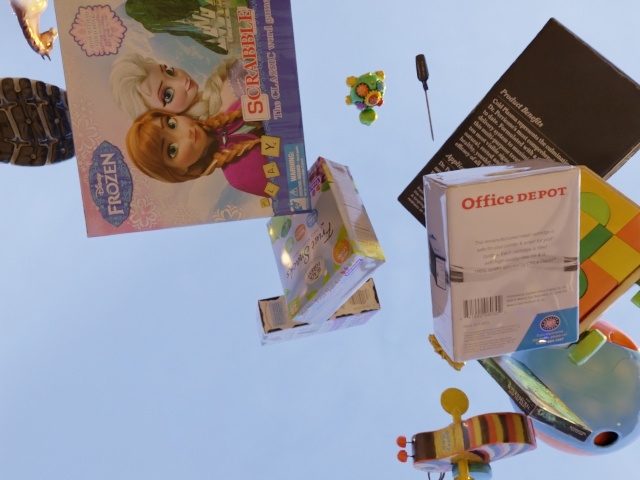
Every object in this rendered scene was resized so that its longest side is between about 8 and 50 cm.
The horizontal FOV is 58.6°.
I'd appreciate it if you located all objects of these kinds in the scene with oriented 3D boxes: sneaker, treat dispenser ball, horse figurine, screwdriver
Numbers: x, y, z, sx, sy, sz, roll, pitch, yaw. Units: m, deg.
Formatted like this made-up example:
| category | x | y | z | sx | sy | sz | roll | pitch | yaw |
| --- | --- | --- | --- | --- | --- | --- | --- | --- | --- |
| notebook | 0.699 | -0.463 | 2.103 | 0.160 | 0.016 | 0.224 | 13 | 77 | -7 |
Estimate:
| category | x | y | z | sx | sy | sz | roll | pitch | yaw |
| --- | --- | --- | --- | --- | --- | --- | --- | --- | --- |
| sneaker | -0.503 | -0.167 | 0.830 | 0.329 | 0.130 | 0.147 | -7 | -166 | -26 |
| treat dispenser ball | 0.541 | 0.302 | 1.199 | 0.288 | 0.288 | 0.288 | -7 | -127 | 9 |
| horse figurine | -0.473 | -0.432 | 0.906 | 0.066 | 0.263 | 0.175 | 15 | -104 | -4 |
| screwdriver | 0.210 | -0.279 | 1.114 | 0.025 | 0.170 | 0.024 | -18 | -171 | -28 |

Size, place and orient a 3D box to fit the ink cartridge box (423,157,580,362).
| category | x | y | z | sx | sy | sz | roll | pitch | yaw |
| --- | --- | --- | --- | --- | --- | --- | --- | --- | --- |
| ink cartridge box | 0.191 | 0.019 | 0.605 | 0.139 | 0.191 | 0.082 | -8 | -164 | -5 |

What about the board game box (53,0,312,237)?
| category | x | y | z | sx | sy | sz | roll | pitch | yaw |
| --- | --- | --- | --- | --- | --- | --- | --- | --- | --- |
| board game box | -0.185 | -0.179 | 0.814 | 0.317 | 0.319 | 0.066 | -8 | -174 | -13 |

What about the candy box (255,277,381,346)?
| category | x | y | z | sx | sy | sz | roll | pitch | yaw |
| --- | --- | --- | --- | --- | --- | --- | --- | --- | --- |
| candy box | -0.011 | 0.147 | 1.159 | 0.233 | 0.159 | 0.071 | -11 | -108 | -13 |

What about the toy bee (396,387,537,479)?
| category | x | y | z | sx | sy | sz | roll | pitch | yaw |
| --- | --- | --- | --- | --- | --- | --- | --- | --- | --- |
| toy bee | 0.225 | 0.381 | 1.009 | 0.162 | 0.298 | 0.195 | 17 | -152 | -21 |

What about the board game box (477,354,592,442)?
| category | x | y | z | sx | sy | sz | roll | pitch | yaw |
| --- | --- | --- | --- | --- | --- | --- | --- | --- | --- |
| board game box | 0.326 | 0.234 | 0.908 | 0.026 | 0.126 | 0.186 | -58 | -156 | 11 |

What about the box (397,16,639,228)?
| category | x | y | z | sx | sy | sz | roll | pitch | yaw |
| --- | --- | --- | --- | --- | --- | --- | --- | --- | --- |
| box | 0.493 | -0.196 | 1.311 | 0.297 | 0.480 | 0.472 | 47 | -62 | 12 |

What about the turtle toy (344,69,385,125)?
| category | x | y | z | sx | sy | sz | roll | pitch | yaw |
| --- | --- | --- | --- | --- | --- | --- | --- | --- | --- |
| turtle toy | 0.109 | -0.325 | 1.307 | 0.095 | 0.130 | 0.066 | -16 | -130 | -14 |

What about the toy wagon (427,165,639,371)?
| category | x | y | z | sx | sy | sz | roll | pitch | yaw |
| --- | --- | --- | --- | --- | --- | --- | --- | --- | --- |
| toy wagon | 0.297 | 0.050 | 0.816 | 0.344 | 0.068 | 0.267 | -42 | -118 | -2 |

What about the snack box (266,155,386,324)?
| category | x | y | z | sx | sy | sz | roll | pitch | yaw |
| --- | --- | --- | --- | --- | --- | --- | --- | --- | --- |
| snack box | 0.000 | 0.000 | 0.913 | 0.174 | 0.070 | 0.207 | -49 | -136 | 33 |
